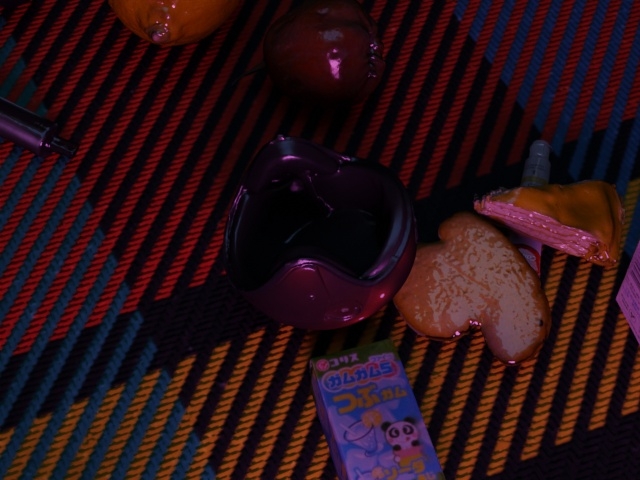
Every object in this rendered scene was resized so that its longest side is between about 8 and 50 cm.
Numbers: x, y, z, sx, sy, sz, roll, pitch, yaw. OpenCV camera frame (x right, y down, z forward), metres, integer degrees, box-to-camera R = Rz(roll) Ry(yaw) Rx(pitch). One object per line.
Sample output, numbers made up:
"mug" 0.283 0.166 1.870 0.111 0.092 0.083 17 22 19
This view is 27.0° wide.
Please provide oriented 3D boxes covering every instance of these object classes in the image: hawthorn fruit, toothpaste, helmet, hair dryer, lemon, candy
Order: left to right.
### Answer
"hair dryer" -0.412 -0.218 1.671 0.284 0.156 0.320 23 70 -9
"lemon" -0.182 -0.347 1.682 0.188 0.188 0.257 5 50 3
"hawthorn fruit" -0.012 -0.235 1.632 0.189 0.149 0.149 9 56 1
"helmet" 0.000 0.000 1.442 0.216 0.193 0.189 -15 54 10
"candy" 0.058 0.205 1.384 0.097 0.062 0.195 -14 56 -9
"toothpaste" 0.247 -0.037 1.570 0.048 0.031 0.190 12 59 4

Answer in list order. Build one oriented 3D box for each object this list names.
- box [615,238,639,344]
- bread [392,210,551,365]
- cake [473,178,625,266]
"box" 0.397 0.096 1.413 0.073 0.139 0.194 -15 57 -12
"bread" 0.167 0.070 1.482 0.149 0.065 0.188 -34 69 -8
"cake" 0.272 -0.049 1.525 0.184 0.080 0.116 23 64 -1
